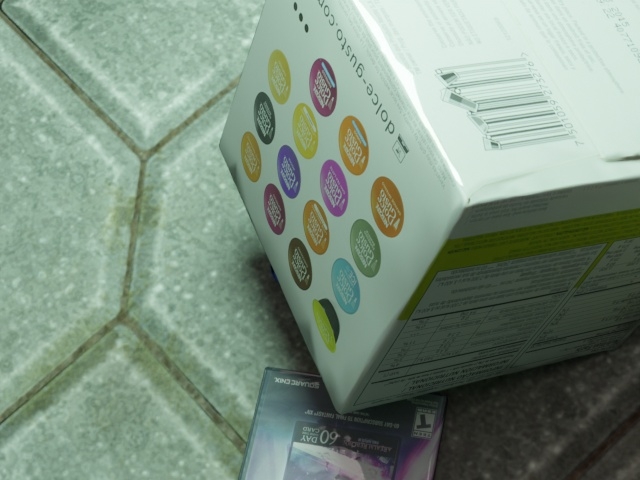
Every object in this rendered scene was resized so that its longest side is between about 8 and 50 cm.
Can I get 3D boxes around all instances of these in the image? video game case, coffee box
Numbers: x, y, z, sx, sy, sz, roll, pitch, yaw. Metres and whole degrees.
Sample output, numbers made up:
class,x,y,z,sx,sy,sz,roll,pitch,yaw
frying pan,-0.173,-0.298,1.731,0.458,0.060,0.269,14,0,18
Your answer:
class,x,y,z,sx,sy,sz,roll,pitch,yaw
video game case,0.009,0.270,1.276,0.196,0.026,0.274,7,65,13
coffee box,0.144,-0.086,1.198,0.338,0.334,0.338,-10,58,-26

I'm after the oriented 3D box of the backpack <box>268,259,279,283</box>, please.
class,x,y,z,sx,sy,sz,roll,pitch,yaw
backpack,0.000,0.000,1.369,0.101,0.098,0.120,-1,65,13
